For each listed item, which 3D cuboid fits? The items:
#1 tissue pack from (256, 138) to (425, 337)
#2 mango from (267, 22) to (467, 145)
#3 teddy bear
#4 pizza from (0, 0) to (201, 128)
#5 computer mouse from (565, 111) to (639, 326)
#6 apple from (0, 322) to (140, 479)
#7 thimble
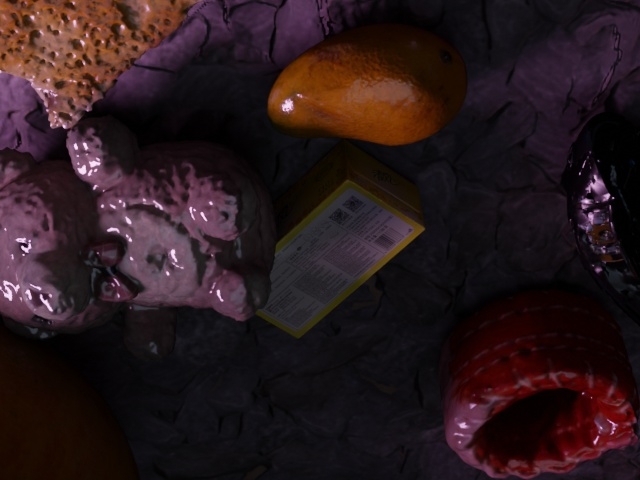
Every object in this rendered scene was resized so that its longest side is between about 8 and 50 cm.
[{"bbox_3d":[0.000,0.000,1.578,0.095,0.062,0.176,31,123,-28],"label":"tissue pack"},{"bbox_3d":[0.040,-0.130,1.448,0.165,0.089,0.115,3,142,-6],"label":"mango"},{"bbox_3d":[-0.171,-0.003,1.494,0.267,0.151,0.236,-9,119,-3],"label":"teddy bear"},{"bbox_3d":[-0.235,-0.206,1.334,0.323,0.089,0.223,13,123,-17],"label":"pizza"},{"bbox_3d":[0.272,-0.015,1.562,0.077,0.146,0.242,-4,131,36],"label":"computer mouse"},{"bbox_3d":[-0.356,0.268,1.589,0.400,0.334,0.400,-7,143,-5],"label":"apple"},{"bbox_3d":[0.208,0.140,1.695,0.189,0.125,0.163,-14,134,6],"label":"thimble"}]
